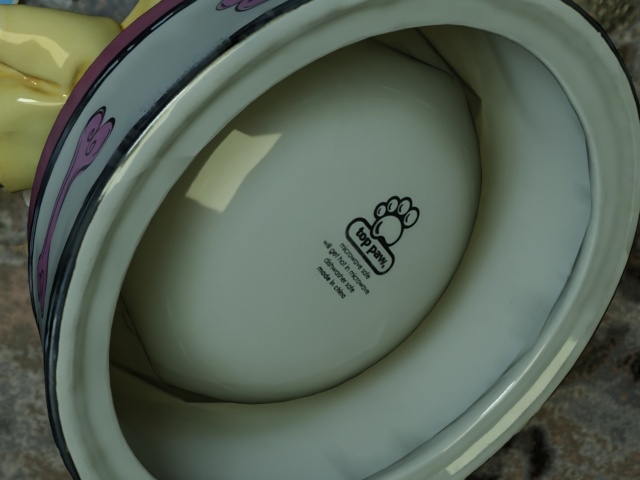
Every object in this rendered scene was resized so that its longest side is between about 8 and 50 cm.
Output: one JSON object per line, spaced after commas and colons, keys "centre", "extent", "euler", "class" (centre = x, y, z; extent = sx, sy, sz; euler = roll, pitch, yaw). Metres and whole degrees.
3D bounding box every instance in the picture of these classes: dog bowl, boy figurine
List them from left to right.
{"centre": [-0.178, -0.091, 0.770], "extent": [0.285, 0.092, 0.177], "euler": [-26, 148, -6], "class": "boy figurine"}
{"centre": [0.000, 0.000, 0.773], "extent": [0.408, 0.150, 0.408], "euler": [-17, 127, -24], "class": "dog bowl"}

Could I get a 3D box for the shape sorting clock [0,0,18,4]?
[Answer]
{"centre": [-0.284, -0.187, 0.747], "extent": [0.206, 0.040, 0.206], "euler": [-5, 111, -13], "class": "shape sorting clock"}
